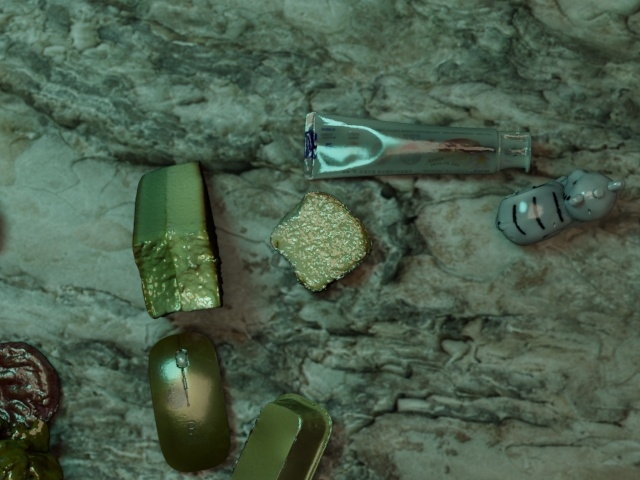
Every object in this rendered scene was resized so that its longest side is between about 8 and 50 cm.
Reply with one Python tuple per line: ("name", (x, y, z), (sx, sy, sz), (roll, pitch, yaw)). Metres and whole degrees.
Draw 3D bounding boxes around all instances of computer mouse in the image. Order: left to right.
("computer mouse", (-0.187, 0.231, 1.525), (0.102, 0.045, 0.199), (-8, 88, -3))

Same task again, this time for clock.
("clock", (0.335, -0.049, 1.507), (0.176, 0.117, 0.080), (-19, 87, -1))

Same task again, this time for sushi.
("sushi", (-0.444, 0.363, 1.442), (0.200, 0.213, 0.204), (2, 114, -18))

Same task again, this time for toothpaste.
("toothpaste", (0.138, -0.131, 1.539), (0.323, 0.066, 0.100), (2, 92, 4))

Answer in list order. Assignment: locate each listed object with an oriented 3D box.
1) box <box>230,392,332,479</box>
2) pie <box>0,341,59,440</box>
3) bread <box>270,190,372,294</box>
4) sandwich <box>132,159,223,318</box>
("box", (-0.057, 0.303, 1.501), (0.111, 0.111, 0.177), (25, 83, 1))
("pie", (-0.446, 0.219, 1.528), (0.155, 0.036, 0.154), (0, 88, -1))
("bread", (0.000, 0.000, 1.541), (0.126, 0.044, 0.129), (-40, 91, 5))
("sandwich", (-0.197, -0.007, 1.468), (0.108, 0.186, 0.220), (-9, 87, -3))
